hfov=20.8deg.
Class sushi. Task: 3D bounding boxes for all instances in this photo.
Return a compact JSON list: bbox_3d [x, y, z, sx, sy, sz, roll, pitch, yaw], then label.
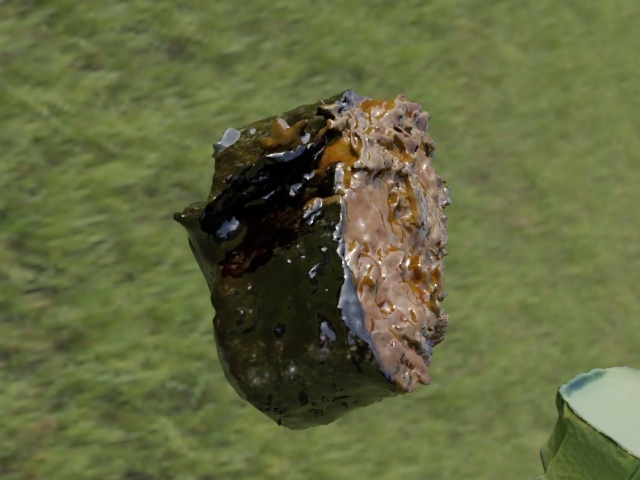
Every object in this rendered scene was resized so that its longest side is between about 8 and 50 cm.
[{"bbox_3d":[0.000,0.000,1.593,0.234,0.207,0.348,46,30,-38],"label":"sushi"}]

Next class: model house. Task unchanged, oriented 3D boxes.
[{"bbox_3d":[0.352,0.274,2.017,0.195,0.214,0.189,-29,146,-57],"label":"model house"}]
